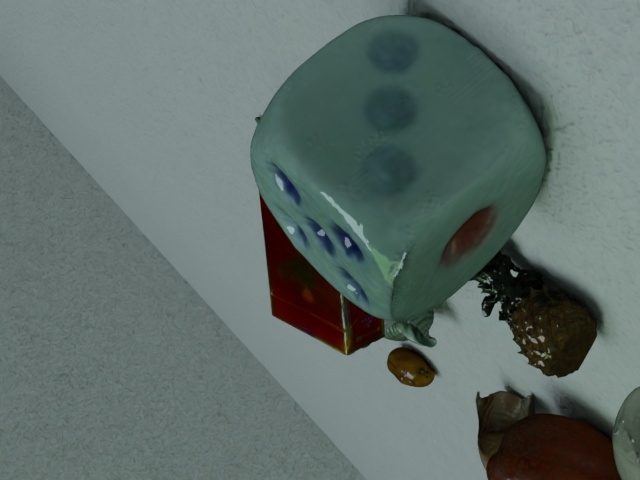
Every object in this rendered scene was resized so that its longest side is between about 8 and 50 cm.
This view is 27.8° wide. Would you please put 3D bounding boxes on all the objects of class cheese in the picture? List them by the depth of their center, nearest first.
[{"bbox_3d":[0.459,0.280,1.604,0.189,0.154,0.198,63,180,41],"label":"cheese"}]

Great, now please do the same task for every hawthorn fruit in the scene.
[{"bbox_3d":[0.392,0.384,1.993,0.262,0.210,0.210,19,151,27],"label":"hawthorn fruit"}]

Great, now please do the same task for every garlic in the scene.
[{"bbox_3d":[0.309,0.323,2.172,0.099,0.174,0.124,4,133,23],"label":"garlic"}]

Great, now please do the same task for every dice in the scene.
[{"bbox_3d":[0.092,-0.087,1.557,0.262,0.268,0.265,45,165,23],"label":"dice"}]

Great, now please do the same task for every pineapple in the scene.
[{"bbox_3d":[0.272,0.079,1.774,0.237,0.111,0.119,45,135,37],"label":"pineapple"}]

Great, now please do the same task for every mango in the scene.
[{"bbox_3d":[0.170,0.249,2.529,0.077,0.063,0.127,50,168,-33],"label":"mango"}]

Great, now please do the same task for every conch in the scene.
[{"bbox_3d":[0.138,0.116,2.221,0.153,0.102,0.135,8,156,41],"label":"conch"}]

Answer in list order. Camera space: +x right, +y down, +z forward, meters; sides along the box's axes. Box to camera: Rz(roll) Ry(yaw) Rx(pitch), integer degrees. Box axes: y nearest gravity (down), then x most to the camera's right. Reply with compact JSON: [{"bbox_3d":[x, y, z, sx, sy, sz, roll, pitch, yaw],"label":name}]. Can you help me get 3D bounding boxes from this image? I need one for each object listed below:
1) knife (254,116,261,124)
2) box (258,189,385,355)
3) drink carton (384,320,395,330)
[{"bbox_3d":[-0.046,-0.108,2.370,0.043,0.020,0.293,29,154,56],"label":"knife"},{"bbox_3d":[-0.001,-0.001,2.014,0.197,0.089,0.313,23,127,45],"label":"box"},{"bbox_3d":[0.070,0.031,2.154,0.222,0.134,0.102,39,159,33],"label":"drink carton"}]
